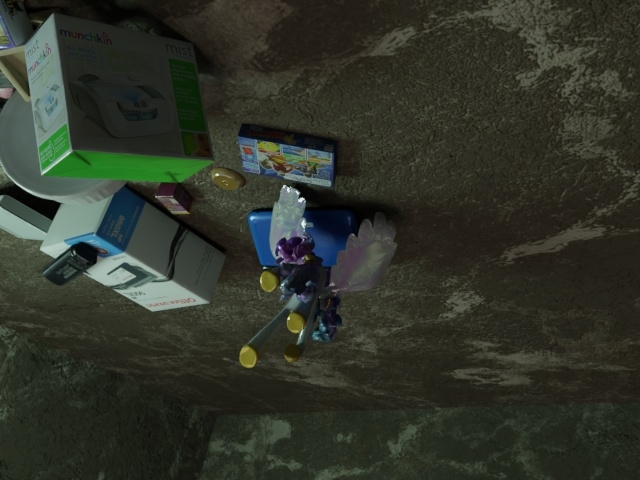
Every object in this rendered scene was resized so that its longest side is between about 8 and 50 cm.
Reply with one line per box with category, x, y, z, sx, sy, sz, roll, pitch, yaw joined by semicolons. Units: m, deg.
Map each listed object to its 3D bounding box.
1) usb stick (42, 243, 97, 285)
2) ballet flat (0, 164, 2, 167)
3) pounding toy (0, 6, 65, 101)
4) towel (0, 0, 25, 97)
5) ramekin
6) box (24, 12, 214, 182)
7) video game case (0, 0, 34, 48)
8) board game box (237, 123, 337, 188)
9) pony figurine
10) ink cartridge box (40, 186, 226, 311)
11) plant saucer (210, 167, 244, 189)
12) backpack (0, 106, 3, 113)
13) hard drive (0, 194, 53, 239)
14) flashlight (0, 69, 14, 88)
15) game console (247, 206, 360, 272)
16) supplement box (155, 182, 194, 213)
usb stick;-0.659;0.066;1.863;0.077;0.045;0.278;37;147;-21
ballet flat;-0.829;-0.248;1.682;0.084;0.058;0.250;-4;148;31
pounding toy;-0.471;-0.361;1.267;0.206;0.094;0.181;-11;148;6
towel;-0.689;-0.402;1.344;0.237;0.037;0.329;22;152;-18
ramekin;-0.485;-0.195;1.412;0.273;0.272;0.127;13;166;2
box;-0.335;-0.226;1.194;0.262;0.231;0.127;0;165;-44
video game case;-0.621;-0.428;1.134;0.270;0.061;0.244;4;127;20
board game box;-0.066;-0.174;1.489;0.201;0.035;0.136;11;153;5
pony figurine;-0.027;0.089;1.583;0.303;0.363;0.351;21;111;14
ink cartridge box;-0.504;0.033;1.949;0.285;0.166;0.395;-11;144;41
plant saucer;-0.218;-0.139;1.651;0.083;0.015;0.083;11;154;5
backpack;-0.772;-0.264;1.564;0.152;0.115;0.182;-9;148;33
hard drive;-0.866;-0.062;2.014;0.308;0.040;0.203;3;153;48
flashlight;-0.723;-0.323;1.353;0.304;0.103;0.103;0;115;2
game console;0.000;0.000;1.807;0.293;0.173;0.250;0;119;25
supplement box;-0.359;-0.104;1.756;0.055;0.043;0.083;1;152;24
